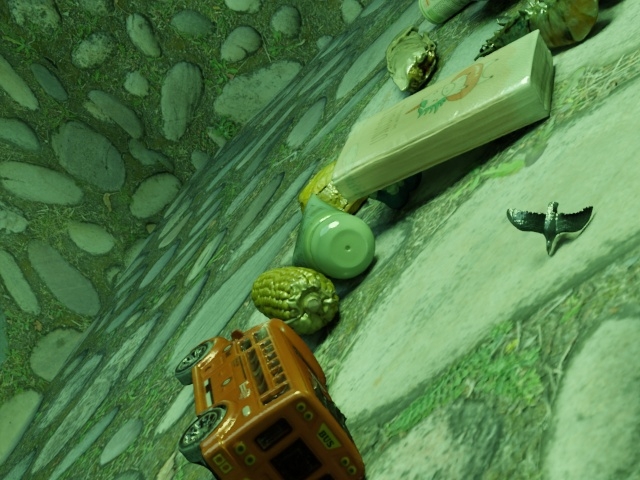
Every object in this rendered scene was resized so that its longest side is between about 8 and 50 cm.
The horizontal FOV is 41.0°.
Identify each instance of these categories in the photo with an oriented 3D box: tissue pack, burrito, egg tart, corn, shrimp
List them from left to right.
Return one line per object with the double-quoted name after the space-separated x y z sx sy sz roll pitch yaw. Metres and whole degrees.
-0.045 0.082 1.249 0.260 0.091 0.091 -176 89 -72 "corn"
0.023 -0.084 1.526 0.191 0.074 0.191 -41 18 16 "egg tart"
0.193 -0.398 1.842 0.117 0.076 0.392 -42 15 16 "burrito"
0.172 -0.173 1.224 0.325 0.071 0.170 -23 28 33 "tissue pack"
0.296 -0.351 1.267 0.058 0.169 0.296 -25 6 -23 "shrimp"

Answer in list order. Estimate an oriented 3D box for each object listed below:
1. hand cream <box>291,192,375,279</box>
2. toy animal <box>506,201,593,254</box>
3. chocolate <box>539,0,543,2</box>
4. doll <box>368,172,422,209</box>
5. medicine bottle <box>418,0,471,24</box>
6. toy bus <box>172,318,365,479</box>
0.000 0.000 1.327 0.306 0.093 0.147 -162 85 -75 "hand cream"
0.225 -0.012 0.843 0.084 0.050 0.028 -3 9 24 "toy animal"
0.374 -0.409 1.234 0.093 0.148 0.214 -55 14 -8 "chocolate"
0.116 -0.086 1.300 0.076 0.050 0.083 -11 38 54 "doll"
0.310 -0.569 1.937 0.183 0.086 0.086 -30 23 51 "medicine bottle"
-0.061 0.186 0.944 0.153 0.143 0.329 -38 14 -3 "toy bus"
